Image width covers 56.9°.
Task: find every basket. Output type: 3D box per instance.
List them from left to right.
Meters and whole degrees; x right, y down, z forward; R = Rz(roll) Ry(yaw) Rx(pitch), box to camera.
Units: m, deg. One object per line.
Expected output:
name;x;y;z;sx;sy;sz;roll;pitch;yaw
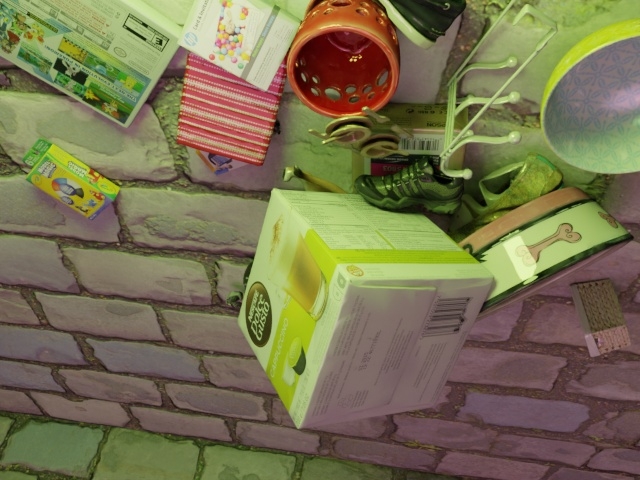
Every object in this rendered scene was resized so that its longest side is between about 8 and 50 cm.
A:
basket;0.723;0.197;1.526;0.103;0.167;0.113;-17;133;22

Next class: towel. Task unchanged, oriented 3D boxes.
towel;-0.180;-0.293;1.201;0.199;0.031;0.275;15;127;-6

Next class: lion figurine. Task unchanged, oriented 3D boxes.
lion figurine;0.000;0.000;1.376;0.240;0.142;0.392;10;134;-11

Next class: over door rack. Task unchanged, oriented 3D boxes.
over door rack;0.305;-0.286;0.987;0.108;0.239;0.324;16;140;-4

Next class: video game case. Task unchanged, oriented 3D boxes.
video game case;-0.475;-0.404;1.177;0.329;0.036;0.300;30;136;-23

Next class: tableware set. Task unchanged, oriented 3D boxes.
tableware set;0.084;-0.184;1.103;0.128;0.039;0.194;-15;164;33

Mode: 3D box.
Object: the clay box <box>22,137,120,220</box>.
clay box;-0.639;-0.152;1.494;0.222;0.053;0.127;35;134;-28

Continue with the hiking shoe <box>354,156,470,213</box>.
hiking shoe;0.184;-0.126;1.203;0.227;0.086;0.114;6;127;-3

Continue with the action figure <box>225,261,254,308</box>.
action figure;-0.183;0.164;1.737;0.185;0.099;0.285;5;145;-7

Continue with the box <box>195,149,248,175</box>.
box;-0.210;-0.202;1.362;0.136;0.028;0.081;-14;134;29

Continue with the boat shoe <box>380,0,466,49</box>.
boat shoe;0.108;-0.448;0.928;0.113;0.127;0.340;-30;126;35

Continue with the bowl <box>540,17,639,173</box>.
bowl;0.527;-0.270;1.022;0.289;0.156;0.289;6;139;5

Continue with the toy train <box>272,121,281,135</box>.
toy train;-0.143;-0.279;1.258;0.036;0.027;0.158;-20;131;36

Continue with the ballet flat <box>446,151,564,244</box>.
ballet flat;0.377;-0.079;1.329;0.123;0.123;0.348;28;138;-20

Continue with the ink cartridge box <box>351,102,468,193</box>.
ink cartridge box;0.183;-0.187;1.248;0.235;0.088;0.193;3;138;8

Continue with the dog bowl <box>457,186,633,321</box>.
dog bowl;0.437;0.035;1.272;0.408;0.150;0.408;-24;165;-7

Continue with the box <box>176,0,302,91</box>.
box;-0.149;-0.384;1.089;0.186;0.038;0.145;27;119;-13

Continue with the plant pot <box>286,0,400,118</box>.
plant pot;0.047;-0.336;1.034;0.191;0.174;0.191;6;140;5

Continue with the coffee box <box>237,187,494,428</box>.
coffee box;0.069;0.121;1.198;0.338;0.334;0.337;1;121;-32
